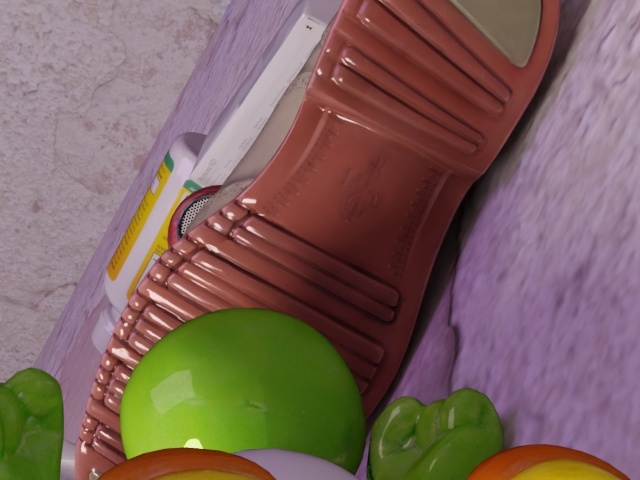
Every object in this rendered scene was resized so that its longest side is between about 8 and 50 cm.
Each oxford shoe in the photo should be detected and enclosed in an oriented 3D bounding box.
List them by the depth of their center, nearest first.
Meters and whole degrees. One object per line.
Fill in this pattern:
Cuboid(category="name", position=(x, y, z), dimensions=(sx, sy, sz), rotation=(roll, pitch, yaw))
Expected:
Cuboid(category="oxford shoe", position=(0.000, 0.000, 0.761), dimensions=(0.397, 0.140, 0.146), rotation=(-54, 5, 10))

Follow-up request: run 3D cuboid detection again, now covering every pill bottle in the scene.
Cuboid(category="pill bottle", position=(-0.124, 0.018, 1.208), dimensions=(0.208, 0.117, 0.117), rotation=(-61, 13, 16))

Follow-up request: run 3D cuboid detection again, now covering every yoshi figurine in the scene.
Cuboid(category="yoshi figurine", position=(-0.025, 0.096, 0.508), dimensions=(0.203, 0.203, 0.362), rotation=(-41, 3, -16))

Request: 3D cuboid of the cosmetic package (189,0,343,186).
Cuboid(category="cosmetic package", position=(-0.012, -0.104, 1.039), dimensions=(0.239, 0.099, 0.060), rotation=(-46, 23, 53))

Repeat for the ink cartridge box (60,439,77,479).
Cuboid(category="ink cartridge box", position=(-0.237, 0.266, 1.003), dimensions=(0.273, 0.198, 0.115), rotation=(-54, 17, 41))

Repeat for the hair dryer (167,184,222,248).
Cuboid(category="hair dryer", position=(-0.086, 0.070, 0.971), dimensions=(0.293, 0.080, 0.224), rotation=(-64, -14, -62))
